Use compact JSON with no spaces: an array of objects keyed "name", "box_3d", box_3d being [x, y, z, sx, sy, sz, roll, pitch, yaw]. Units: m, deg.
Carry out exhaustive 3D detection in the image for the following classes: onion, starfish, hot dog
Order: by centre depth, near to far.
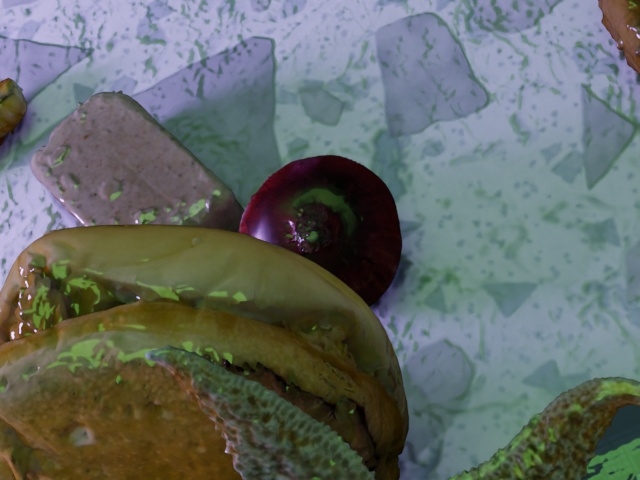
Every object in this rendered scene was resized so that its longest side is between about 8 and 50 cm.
[{"name":"starfish","box_3d":[0.022,0.201,0.796,0.357,0.347,0.078,-5,41,2]},{"name":"onion","box_3d":[0.000,0.000,1.027,0.131,0.131,0.131,-8,62,14]},{"name":"hot dog","box_3d":[-0.353,-0.066,1.217,0.215,0.047,0.066,-41,22,-6]}]

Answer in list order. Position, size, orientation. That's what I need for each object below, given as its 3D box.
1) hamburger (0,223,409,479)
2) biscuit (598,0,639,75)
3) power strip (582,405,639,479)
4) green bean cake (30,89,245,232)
[{"name":"hamburger","box_3d":[-0.084,0.126,0.886,0.284,0.304,0.174,4,54,9]},{"name":"biscuit","box_3d":[0.357,-0.208,1.042,0.295,0.075,0.296,-5,64,10]},{"name":"power strip","box_3d":[0.203,0.180,0.911,0.216,0.044,0.137,-22,60,5]},{"name":"green bean cake","box_3d":[-0.152,-0.038,1.115,0.109,0.085,0.179,-43,60,-6]}]
